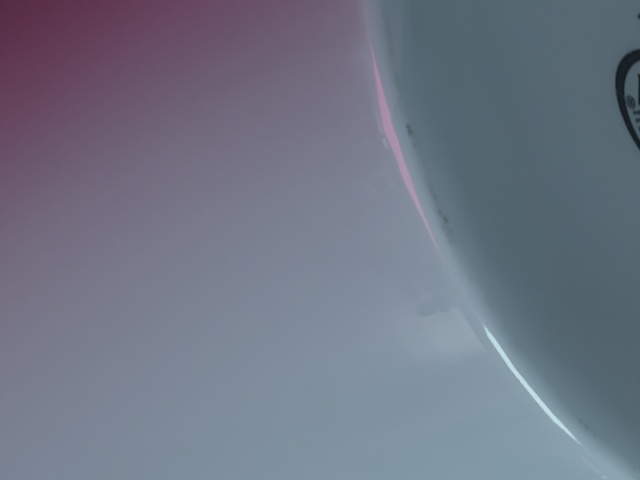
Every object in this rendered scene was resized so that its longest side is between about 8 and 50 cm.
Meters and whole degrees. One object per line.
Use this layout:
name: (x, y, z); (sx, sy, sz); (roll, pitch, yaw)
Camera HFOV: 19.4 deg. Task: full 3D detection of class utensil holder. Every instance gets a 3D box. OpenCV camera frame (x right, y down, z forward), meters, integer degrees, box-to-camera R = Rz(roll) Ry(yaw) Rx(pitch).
utensil holder: (0.000, 0.000, 0.733); (0.385, 0.327, 0.327); (-21, 80, 46)
